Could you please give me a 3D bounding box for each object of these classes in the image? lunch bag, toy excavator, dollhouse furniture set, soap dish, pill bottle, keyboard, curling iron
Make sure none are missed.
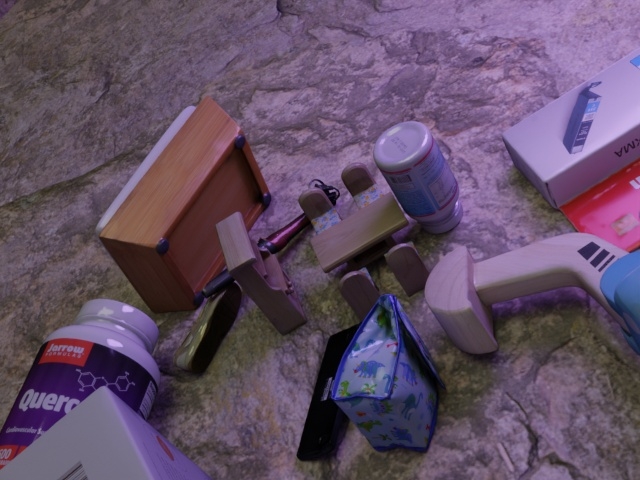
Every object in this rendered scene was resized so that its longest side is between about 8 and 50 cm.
[{"bbox_3d":[0.091,0.161,1.135,0.096,0.129,0.151,-7,46,28],"label":"lunch bag"},{"bbox_3d":[0.372,0.047,1.029,0.433,0.222,0.445,-36,27,1],"label":"toy excavator"},{"bbox_3d":[0.000,0.000,1.325,0.242,0.161,0.212,-31,41,6],"label":"dollhouse furniture set"},{"bbox_3d":[-0.203,-0.047,1.475,0.118,0.229,0.291,21,64,26],"label":"soap dish"},{"bbox_3d":[-0.337,0.247,1.304,0.181,0.181,0.323,-8,48,29],"label":"pill bottle"},{"bbox_3d":[0.030,0.200,1.225,0.100,0.038,0.192,-28,36,46],"label":"keyboard"},{"bbox_3d":[-0.078,-0.004,1.431,0.274,0.068,0.035,-39,52,-18],"label":"curling iron"},{"bbox_3d":[0.142,-0.084,1.309,0.087,0.160,0.087,-18,43,18],"label":"pill bottle"}]

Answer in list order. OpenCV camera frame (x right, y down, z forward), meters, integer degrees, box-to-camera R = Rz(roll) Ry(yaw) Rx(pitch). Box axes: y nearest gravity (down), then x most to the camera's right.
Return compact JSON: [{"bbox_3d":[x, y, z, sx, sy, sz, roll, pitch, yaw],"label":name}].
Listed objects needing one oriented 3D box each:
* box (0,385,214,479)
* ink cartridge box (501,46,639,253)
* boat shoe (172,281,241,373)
[{"bbox_3d":[-0.155,0.347,0.958,0.168,0.345,0.215,-40,40,-5],"label":"box"},{"bbox_3d":[0.430,-0.137,1.238,0.296,0.066,0.261,-32,40,4],"label":"ink cartridge box"},{"bbox_3d":[-0.171,0.127,1.405,0.048,0.056,0.153,10,65,34],"label":"boat shoe"}]
